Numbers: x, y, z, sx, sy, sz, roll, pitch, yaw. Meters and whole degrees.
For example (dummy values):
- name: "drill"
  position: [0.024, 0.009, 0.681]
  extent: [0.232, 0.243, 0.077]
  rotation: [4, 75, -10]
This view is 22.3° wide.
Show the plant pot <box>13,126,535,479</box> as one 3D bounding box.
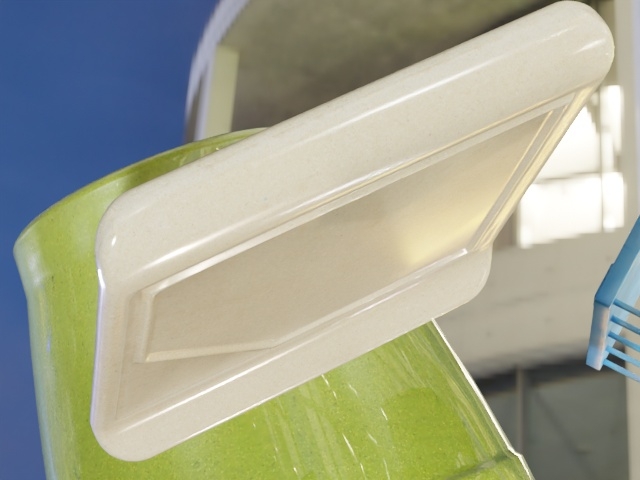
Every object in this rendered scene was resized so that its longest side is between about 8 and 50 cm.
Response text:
- name: "plant pot"
  position: [-0.054, 0.120, 1.177]
  extent: [0.366, 0.353, 0.366]
  rotation: [-21, -8, -3]

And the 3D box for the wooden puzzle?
- name: "wooden puzzle"
  position: [0.000, 0.000, 0.696]
  extent: [0.221, 0.044, 0.239]
  rotation: [-25, -20, -18]

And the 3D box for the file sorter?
- name: "file sorter"
  position: [0.246, 0.032, 1.050]
  extent: [0.104, 0.118, 0.170]
  rotation: [26, -12, 15]
